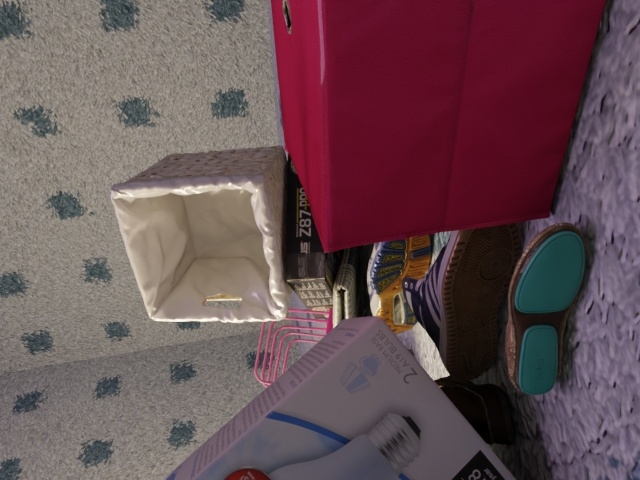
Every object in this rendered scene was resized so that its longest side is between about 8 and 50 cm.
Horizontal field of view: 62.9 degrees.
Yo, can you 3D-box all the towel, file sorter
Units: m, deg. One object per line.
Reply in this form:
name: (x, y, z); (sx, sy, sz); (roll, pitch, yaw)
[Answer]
towel: (0.070, 0.165, 1.306); (0.312, 0.056, 0.324); (-72, -19, -60)
file sorter: (-0.042, 0.311, 1.357); (0.291, 0.182, 0.202); (74, -157, -61)

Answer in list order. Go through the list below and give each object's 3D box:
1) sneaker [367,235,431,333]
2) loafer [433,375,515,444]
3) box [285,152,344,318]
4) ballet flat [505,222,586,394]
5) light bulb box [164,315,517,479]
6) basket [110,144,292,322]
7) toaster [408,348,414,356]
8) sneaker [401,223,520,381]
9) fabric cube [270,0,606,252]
sneaker: (0.128, 0.049, 0.991); (0.131, 0.111, 0.296); (-107, 13, -44)
loafer: (0.208, 0.251, 0.767); (0.220, 0.078, 0.080); (139, 122, -79)
box: (0.000, 0.000, 1.293); (0.395, 0.097, 0.318); (64, -158, -69)
ballet flat: (0.226, 0.066, 0.552); (0.067, 0.073, 0.206); (-85, -4, -63)
light bulb box: (0.031, 0.348, 0.682); (0.358, 0.361, 0.225); (49, 168, 3)
basket: (-0.225, -0.018, 1.173); (0.266, 0.328, 0.331); (-68, -27, -63)
toaster: (0.145, 0.325, 1.121); (0.186, 0.110, 0.168); (105, 154, -69)
sneaker: (0.179, 0.045, 0.713); (0.153, 0.099, 0.282); (-114, 15, -53)
fabric cube: (0.092, -0.178, 0.554); (0.254, 0.259, 0.258); (-112, 16, -52)
